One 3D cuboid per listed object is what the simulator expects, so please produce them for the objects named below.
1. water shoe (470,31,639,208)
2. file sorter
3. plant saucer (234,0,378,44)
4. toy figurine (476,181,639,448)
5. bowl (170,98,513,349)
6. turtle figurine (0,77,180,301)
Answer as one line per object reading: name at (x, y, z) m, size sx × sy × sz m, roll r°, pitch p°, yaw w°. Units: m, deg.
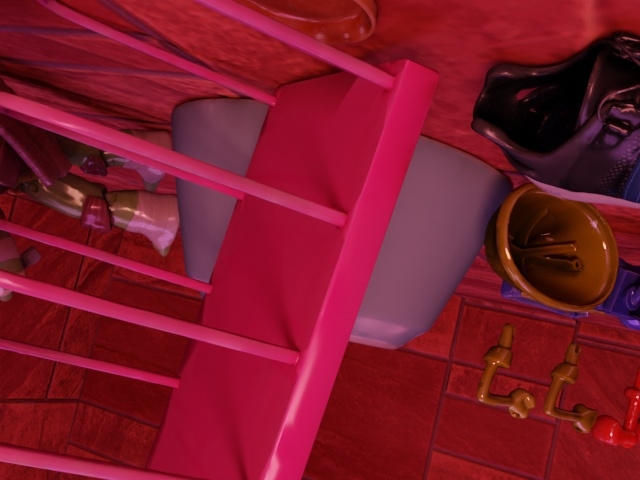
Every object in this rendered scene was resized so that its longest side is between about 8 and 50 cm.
water shoe at (0.146, -0.046, 0.323) m, size 0.080 × 0.072 × 0.203 m, roll 21°, pitch 170°, yaw -32°
file sorter at (-0.104, 0.022, 0.414) m, size 0.182 × 0.290 × 0.202 m, roll 19°, pitch 180°, yaw -22°
plant saucer at (-0.014, -0.111, 0.354) m, size 0.084 × 0.013 × 0.083 m, roll 14°, pitch 174°, yaw 1°
toy figurine at (0.223, 0.062, 0.718) m, size 0.363 × 0.191 × 0.217 m, roll 14°, pitch -179°, yaw -29°
bowl at (0.000, 0.000, 0.706) m, size 0.312 × 0.163 × 0.311 m, roll 14°, pitch 175°, yaw 1°
turtle figurine at (-0.284, -0.035, 0.738) m, size 0.266 × 0.274 × 0.198 m, roll 6°, pitch -165°, yaw -27°
